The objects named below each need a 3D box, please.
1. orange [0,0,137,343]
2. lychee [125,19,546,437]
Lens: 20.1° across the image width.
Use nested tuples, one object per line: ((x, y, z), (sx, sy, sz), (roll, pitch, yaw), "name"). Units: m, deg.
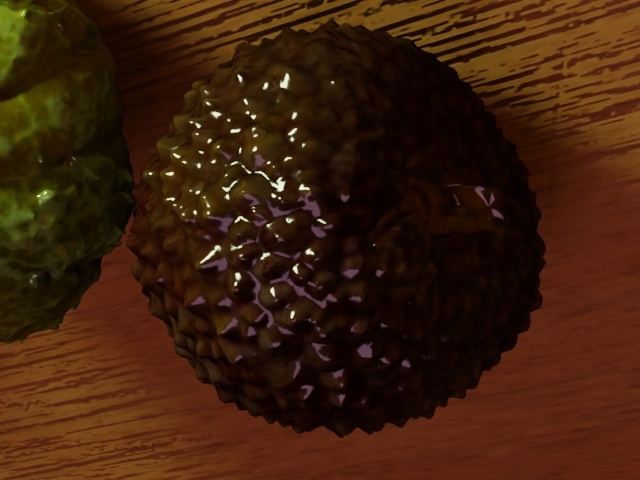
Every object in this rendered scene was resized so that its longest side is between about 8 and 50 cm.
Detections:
((-0.252, -0.068, 1.159), (0.300, 0.223, 0.301), (-34, 100, 26), "orange")
((0.000, 0.000, 1.117), (0.267, 0.267, 0.267), (11, 134, 12), "lychee")
